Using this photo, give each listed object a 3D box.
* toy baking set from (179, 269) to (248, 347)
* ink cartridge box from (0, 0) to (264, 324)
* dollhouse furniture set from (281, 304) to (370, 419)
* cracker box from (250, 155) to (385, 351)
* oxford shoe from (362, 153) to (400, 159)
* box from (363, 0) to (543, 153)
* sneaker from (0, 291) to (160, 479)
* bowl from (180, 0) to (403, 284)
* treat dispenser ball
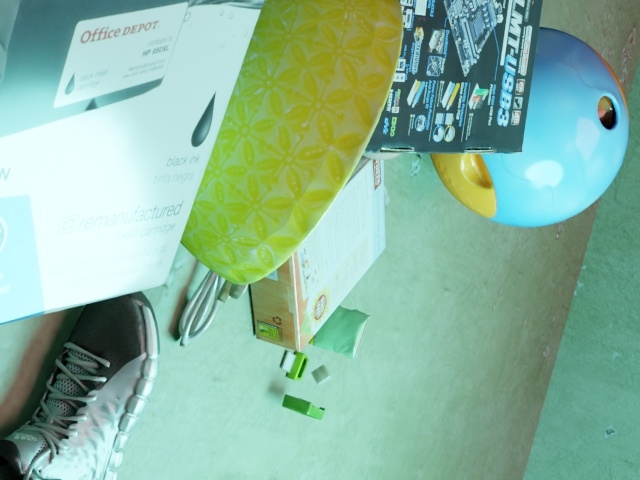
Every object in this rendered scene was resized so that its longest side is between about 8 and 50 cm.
[{"bbox_3d":[-0.084,-0.002,1.072,0.256,0.030,0.197,-46,-160,51],"label":"toy baking set"},{"bbox_3d":[-0.170,-0.160,0.656,0.285,0.166,0.395,-14,128,-62],"label":"ink cartridge box"},{"bbox_3d":[-0.001,0.144,1.376,0.152,0.076,0.058,-70,155,-11],"label":"dollhouse furniture set"},{"bbox_3d":[0.000,0.000,1.313,0.232,0.067,0.156,-47,143,-45],"label":"cracker box"},{"bbox_3d":[0.074,-0.292,1.236,0.146,0.140,0.397,5,94,-53],"label":"oxford shoe"},{"bbox_3d":[0.123,-0.239,1.167,0.293,0.073,0.296,-6,107,-44],"label":"box"},{"bbox_3d":[-0.214,0.145,0.922,0.132,0.086,0.229,3,101,-63],"label":"sneaker"},{"bbox_3d":[-0.075,-0.124,0.943,0.156,0.289,0.289,28,73,-21],"label":"bowl"},{"bbox_3d":[0.297,-0.163,1.586,0.288,0.288,0.288,-41,139,-51],"label":"treat dispenser ball"}]
